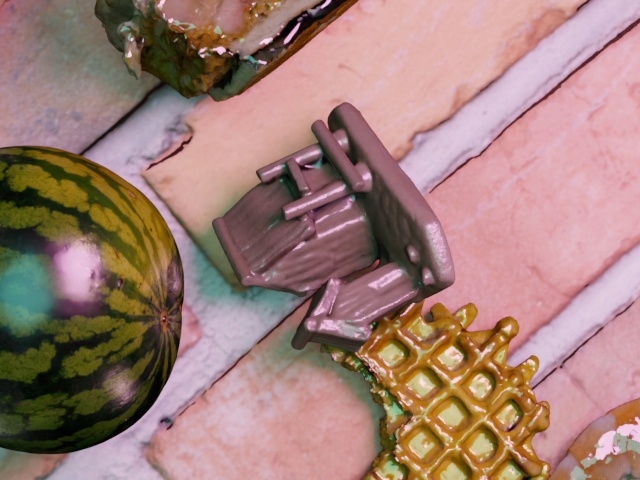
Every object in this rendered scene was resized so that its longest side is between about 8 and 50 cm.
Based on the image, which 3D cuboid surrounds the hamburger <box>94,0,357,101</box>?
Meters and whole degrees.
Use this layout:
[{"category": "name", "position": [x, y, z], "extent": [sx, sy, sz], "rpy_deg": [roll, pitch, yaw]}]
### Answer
[{"category": "hamburger", "position": [-0.087, -0.242, 1.481], "extent": [0.288, 0.192, 0.167], "rpy_deg": [-41, 96, -25]}]

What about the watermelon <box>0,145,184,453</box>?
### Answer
[{"category": "watermelon", "position": [-0.265, 0.051, 1.399], "extent": [0.285, 0.285, 0.285], "rpy_deg": [0, 86, -2]}]

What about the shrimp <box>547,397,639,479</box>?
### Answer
[{"category": "shrimp", "position": [0.339, 0.246, 1.501], "extent": [0.287, 0.068, 0.185], "rpy_deg": [-3, 78, -9]}]

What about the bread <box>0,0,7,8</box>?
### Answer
[{"category": "bread", "position": [-0.421, -0.398, 1.400], "extent": [0.390, 0.279, 0.371], "rpy_deg": [17, 72, -1]}]

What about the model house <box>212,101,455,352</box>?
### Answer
[{"category": "model house", "position": [0.005, 0.001, 1.472], "extent": [0.188, 0.122, 0.229], "rpy_deg": [-28, 62, -8]}]

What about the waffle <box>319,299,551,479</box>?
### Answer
[{"category": "waffle", "position": [0.106, 0.200, 1.507], "extent": [0.260, 0.069, 0.293], "rpy_deg": [6, 87, -1]}]
